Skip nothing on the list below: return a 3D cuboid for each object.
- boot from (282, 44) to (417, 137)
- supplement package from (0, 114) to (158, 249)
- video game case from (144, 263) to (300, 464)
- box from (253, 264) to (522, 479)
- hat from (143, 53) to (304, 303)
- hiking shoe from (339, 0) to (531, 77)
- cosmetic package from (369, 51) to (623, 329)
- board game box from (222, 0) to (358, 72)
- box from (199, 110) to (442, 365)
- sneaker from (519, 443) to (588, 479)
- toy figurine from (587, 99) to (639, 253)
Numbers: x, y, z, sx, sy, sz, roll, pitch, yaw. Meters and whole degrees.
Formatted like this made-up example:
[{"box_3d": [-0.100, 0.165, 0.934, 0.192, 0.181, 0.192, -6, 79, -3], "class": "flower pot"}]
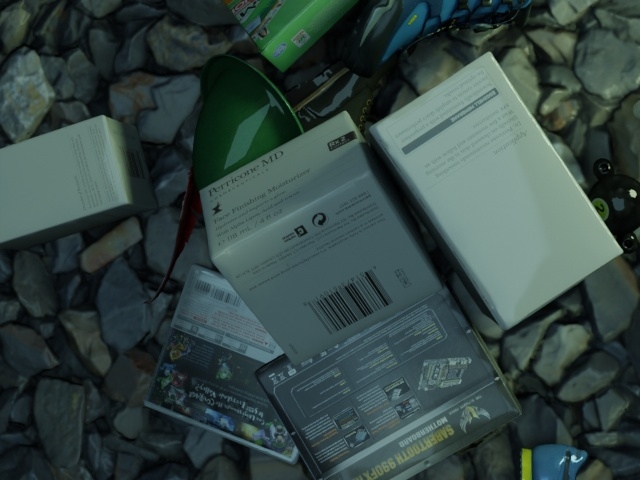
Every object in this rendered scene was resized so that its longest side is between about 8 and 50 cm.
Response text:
[{"box_3d": [0.045, -0.134, 1.343, 0.198, 0.077, 0.137, -32, 98, 7], "class": "boot"}, {"box_3d": [-0.294, -0.062, 1.384, 0.179, 0.105, 0.105, -17, 86, 10], "class": "supplement package"}, {"box_3d": [-0.085, 0.138, 1.380, 0.190, 0.022, 0.173, 20, 93, 11], "class": "video game case"}, {"box_3d": [0.072, 0.161, 1.316, 0.231, 0.056, 0.183, -31, 88, 6], "class": "box"}, {"box_3d": [-0.125, -0.062, 1.284, 0.183, 0.173, 0.208, -37, 111, -27], "class": "hat"}, {"box_3d": [0.154, -0.259, 1.260, 0.304, 0.113, 0.132, -43, 90, -10], "class": "hiking shoe"}, {"box_3d": [0.165, -0.045, 1.210, 0.138, 0.224, 0.224, -32, 89, 3], "class": "cosmetic package"}, {"box_3d": [0.018, -0.353, 1.301, 0.317, 0.046, 0.213, -42, 50, 9], "class": "board game box"}, {"box_3d": [0.000, 0.000, 1.252, 0.181, 0.119, 0.182, -29, 127, 9], "class": "box"}, {"box_3d": [0.250, 0.319, 1.283, 0.082, 0.069, 0.209, 0, 89, 8], "class": "sneaker"}, {"box_3d": [0.387, -0.056, 1.219, 0.213, 0.148, 0.209, 34, 96, 11], "class": "toy figurine"}]
